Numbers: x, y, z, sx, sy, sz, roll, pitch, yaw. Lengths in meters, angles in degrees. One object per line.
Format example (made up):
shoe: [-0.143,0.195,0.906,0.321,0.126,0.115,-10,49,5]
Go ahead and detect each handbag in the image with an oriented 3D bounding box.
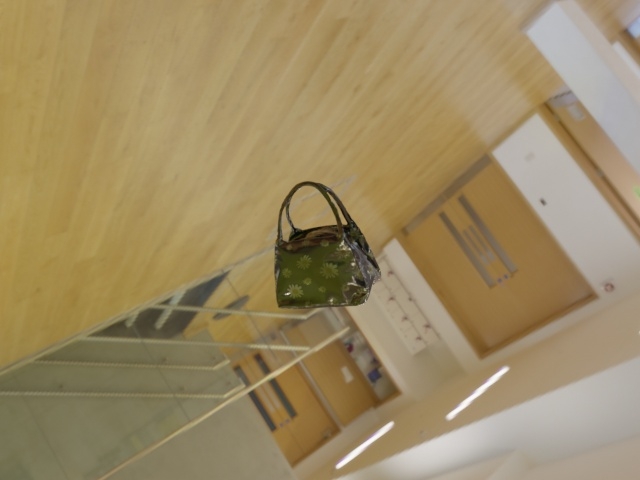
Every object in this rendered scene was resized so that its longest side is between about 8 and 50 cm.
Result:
handbag: [0.000,0.000,0.730,0.115,0.139,0.072,-4,-163,24]
